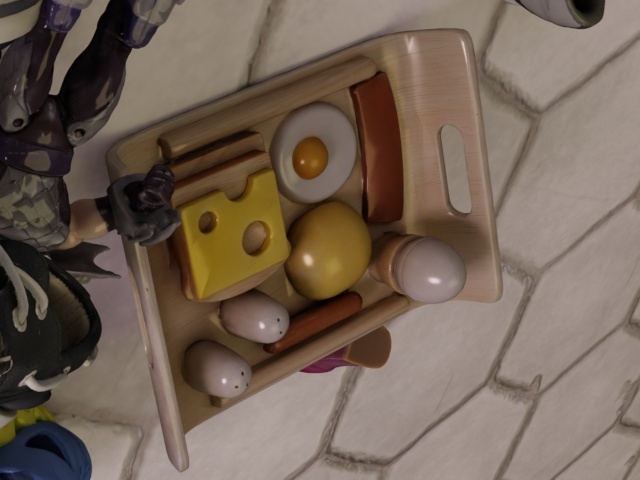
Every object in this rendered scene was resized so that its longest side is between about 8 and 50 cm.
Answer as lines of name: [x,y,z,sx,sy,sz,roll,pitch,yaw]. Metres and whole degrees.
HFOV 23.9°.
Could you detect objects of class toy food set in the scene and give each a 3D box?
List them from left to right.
toy food set: [0.000,0.000,1.049,0.306,0.092,0.220,-26,117,-34]

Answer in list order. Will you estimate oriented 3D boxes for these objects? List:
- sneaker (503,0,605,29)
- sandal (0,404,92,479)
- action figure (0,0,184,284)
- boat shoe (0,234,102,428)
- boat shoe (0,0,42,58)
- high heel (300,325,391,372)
sneaker: [0.203,-0.276,1.069,0.100,0.108,0.272,-18,136,-39]
sandal: [-0.207,0.190,0.979,0.126,0.138,0.317,-53,174,5]
action figure: [-0.153,-0.071,0.840,0.185,0.099,0.285,10,111,-41]
boat shoe: [-0.171,0.031,0.718,0.091,0.114,0.302,-36,178,-4]
boat shoe: [-0.338,-0.008,0.586,0.500,0.187,0.156,-27,128,-22]
high heel: [-0.061,0.044,1.156,0.244,0.117,0.082,21,77,-41]
